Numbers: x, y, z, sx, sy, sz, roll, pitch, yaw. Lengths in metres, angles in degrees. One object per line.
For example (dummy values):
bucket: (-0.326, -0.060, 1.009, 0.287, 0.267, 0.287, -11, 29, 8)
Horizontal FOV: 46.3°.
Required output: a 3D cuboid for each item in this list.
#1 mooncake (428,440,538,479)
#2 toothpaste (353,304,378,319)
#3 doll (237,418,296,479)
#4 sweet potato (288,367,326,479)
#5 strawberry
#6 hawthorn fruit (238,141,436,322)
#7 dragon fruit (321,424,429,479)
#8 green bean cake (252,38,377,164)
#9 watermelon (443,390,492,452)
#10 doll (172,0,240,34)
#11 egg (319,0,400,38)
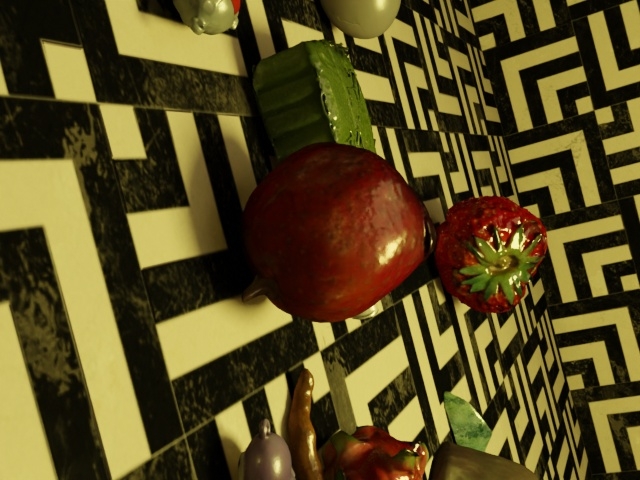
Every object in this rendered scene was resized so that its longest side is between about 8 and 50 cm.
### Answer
mooncake: (0.204, 0.428, 1.018, 0.306, 0.154, 0.306, 9, 90, -84)
toothpaste: (0.038, 0.023, 1.124, 0.045, 0.071, 0.194, -119, -168, -75)
doll: (-0.052, 0.286, 0.777, 0.110, 0.067, 0.206, -25, 111, -80)
sweet potato: (-0.019, 0.242, 0.897, 0.044, 0.044, 0.179, 35, 39, -55)
strawberry: (0.355, 0.017, 1.633, 0.238, 0.250, 0.288, 31, 14, -12)
hawthorn fruit: (0.000, 0.000, 0.885, 0.249, 0.215, 0.215, -43, 122, -23)
dragon fruit: (0.067, 0.299, 0.890, 0.236, 0.135, 0.137, 84, 8, -88)
green bean cake: (0.000, -0.173, 1.078, 0.200, 0.113, 0.214, -30, 104, -68)
watermelon: (0.293, 0.375, 1.492, 0.094, 0.081, 0.180, -113, -176, -67)
doll: (-0.136, -0.302, 0.901, 0.102, 0.075, 0.228, 40, 30, -31)
egg: (0.065, -0.458, 1.335, 0.199, 0.146, 0.146, 67, 25, -4)
